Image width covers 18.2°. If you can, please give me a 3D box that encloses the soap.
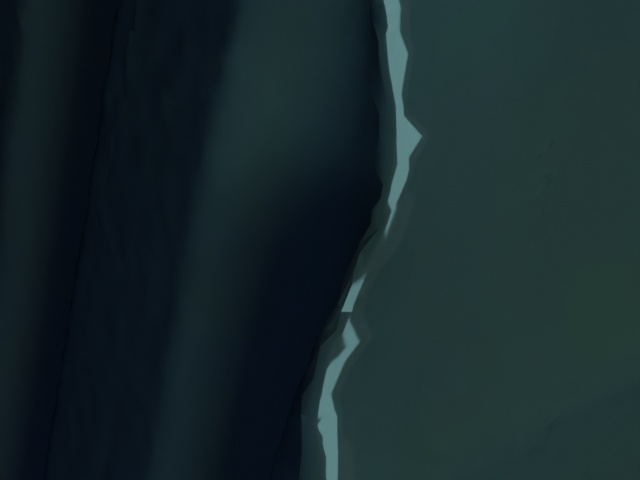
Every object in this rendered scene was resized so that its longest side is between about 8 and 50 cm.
[{"bbox_3d":[0.000,0.000,0.584,0.213,0.350,0.435,-10,135,-24],"label":"soap"}]
